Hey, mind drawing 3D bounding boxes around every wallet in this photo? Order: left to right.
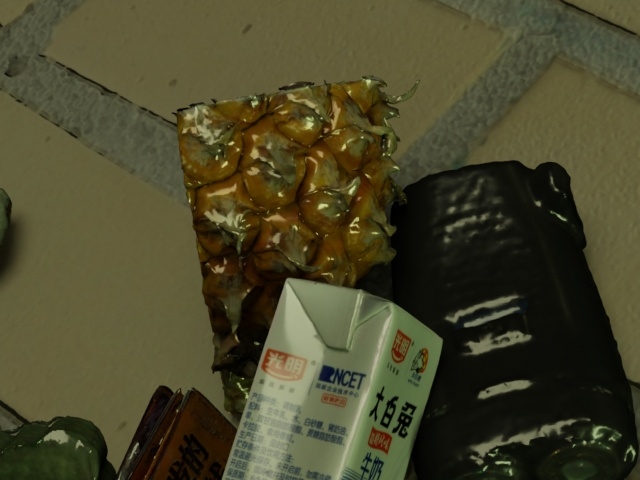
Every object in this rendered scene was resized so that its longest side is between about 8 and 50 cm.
[{"bbox_3d":[-0.104,0.234,1.605,0.042,0.161,0.195,-14,40,41],"label":"wallet"}]

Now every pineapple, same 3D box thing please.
[{"bbox_3d":[0.000,0.004,1.734,0.209,0.344,0.286,-7,95,5],"label":"pineapple"}]

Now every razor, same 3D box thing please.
[{"bbox_3d":[0.156,0.079,1.685,0.189,0.107,0.327,-13,49,8],"label":"razor"}]

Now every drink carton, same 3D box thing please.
[{"bbox_3d":[-0.009,0.196,1.558,0.106,0.130,0.315,12,79,24],"label":"drink carton"}]

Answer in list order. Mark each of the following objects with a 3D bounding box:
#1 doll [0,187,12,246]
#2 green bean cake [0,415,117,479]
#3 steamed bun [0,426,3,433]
[{"bbox_3d":[-0.383,0.024,1.912,0.214,0.071,0.103,-38,50,-10],"label":"doll"},{"bbox_3d":[-0.246,0.247,1.619,0.183,0.185,0.094,-15,13,6],"label":"green bean cake"},{"bbox_3d":[-0.350,0.213,1.729,0.182,0.106,0.183,-7,50,9],"label":"steamed bun"}]
